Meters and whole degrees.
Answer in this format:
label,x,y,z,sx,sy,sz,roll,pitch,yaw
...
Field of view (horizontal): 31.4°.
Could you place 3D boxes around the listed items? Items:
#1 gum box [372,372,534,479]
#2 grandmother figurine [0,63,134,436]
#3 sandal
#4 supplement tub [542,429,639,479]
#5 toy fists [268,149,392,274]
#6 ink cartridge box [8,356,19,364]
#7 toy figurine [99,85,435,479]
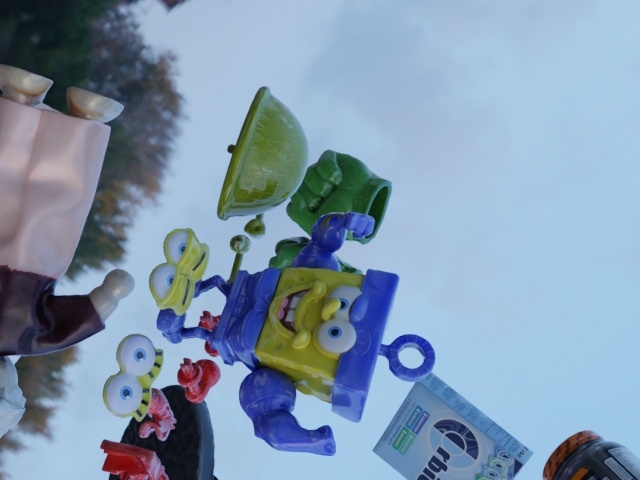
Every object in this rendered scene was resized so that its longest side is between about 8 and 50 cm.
label,x,y,z,sx,sy,sz,roll,pitch,yaw
gum box,0.183,0.296,1.598,0.041,0.184,0.157,-31,153,-51
grandmother figurine,-0.274,0.026,1.030,0.104,0.208,0.342,-156,-96,-89
sandal,-0.163,0.389,1.283,0.168,0.107,0.445,-9,-105,41
supplement tub,0.359,0.320,1.353,0.117,0.117,0.190,-45,-133,1
toy fists,0.000,0.000,1.755,0.096,0.142,0.279,-11,122,-61
ink cartridge box,-0.393,0.090,1.277,0.218,0.092,0.158,-43,-143,41
toy figurine,-0.007,0.063,0.930,0.217,0.191,0.362,12,-123,12
